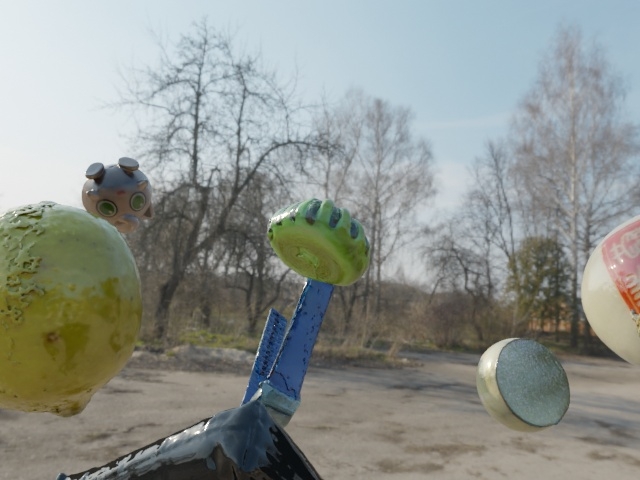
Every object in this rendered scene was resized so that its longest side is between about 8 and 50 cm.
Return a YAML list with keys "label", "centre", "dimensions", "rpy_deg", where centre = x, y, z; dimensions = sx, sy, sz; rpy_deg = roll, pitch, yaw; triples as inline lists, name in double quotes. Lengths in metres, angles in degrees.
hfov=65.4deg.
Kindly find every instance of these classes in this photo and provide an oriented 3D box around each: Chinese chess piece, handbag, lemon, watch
- label: "Chinese chess piece"
  centre: [0.267, 0.191, 0.662]
  dimensions: [0.122, 0.122, 0.051]
  rpy_deg: [7, -28, -16]
- label: "handbag"
  centre: [-0.086, 0.267, 0.413]
  dimensions: [0.223, 0.246, 0.080]
  rpy_deg: [-27, 20, 12]
- label: "lemon"
  centre: [-0.376, 0.093, 0.690]
  dimensions: [0.258, 0.309, 0.258]
  rpy_deg: [-8, -2, 0]
- label: "watch"
  centre: [-0.077, 0.192, 0.828]
  dimensions: [0.068, 0.274, 0.276]
  rpy_deg: [25, -35, -10]

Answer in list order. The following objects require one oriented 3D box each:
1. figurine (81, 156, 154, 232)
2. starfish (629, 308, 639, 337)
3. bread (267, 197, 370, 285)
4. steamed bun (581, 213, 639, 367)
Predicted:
- label: "figurine"
  centre: [-0.376, -0.082, 0.926]
  dimensions: [0.125, 0.137, 0.125]
  rpy_deg: [3, 35, -2]
- label: "starfish"
  centre: [0.510, 0.120, 0.637]
  dimensions: [0.236, 0.062, 0.277]
  rpy_deg: [6, -9, 3]
- label: "bread"
  centre: [0.000, 0.000, 0.655]
  dimensions: [0.139, 0.071, 0.130]
  rpy_deg: [-6, -51, 41]
- label: "steamed bun"
  centre: [0.720, 0.077, 1.000]
  dimensions: [0.375, 0.374, 0.241]
  rpy_deg: [-2, -42, 44]
